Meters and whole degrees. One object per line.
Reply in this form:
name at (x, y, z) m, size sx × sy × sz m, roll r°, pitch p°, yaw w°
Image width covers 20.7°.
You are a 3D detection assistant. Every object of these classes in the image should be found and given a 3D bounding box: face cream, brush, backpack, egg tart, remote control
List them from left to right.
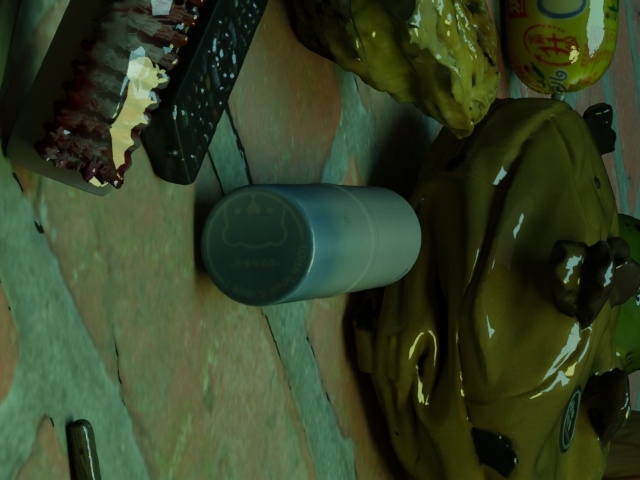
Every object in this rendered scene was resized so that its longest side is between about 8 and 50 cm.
brush at (-0.057, -0.172, 0.827) m, size 0.321 × 0.060 × 0.050 m, roll -66°, pitch -156°, yaw 4°
remote control at (-0.060, -0.132, 1.078) m, size 0.245 × 0.025 × 0.063 m, roll -71°, pitch 155°, yaw -45°
face cream at (0.000, 0.000, 1.167) m, size 0.250 × 0.077 × 0.077 m, roll -5°, pitch 94°, yaw -73°
egg tart at (0.037, -0.203, 1.229) m, size 0.297 × 0.132 × 0.297 m, roll -13°, pitch 90°, yaw -80°
backpack at (0.163, 0.050, 1.461) m, size 0.353 × 0.201 × 0.378 m, roll 65°, pitch 33°, yaw -59°

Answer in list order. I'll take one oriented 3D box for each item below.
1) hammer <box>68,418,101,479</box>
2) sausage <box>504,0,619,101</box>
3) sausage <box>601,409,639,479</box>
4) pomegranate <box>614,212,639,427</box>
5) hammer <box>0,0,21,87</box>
hammer at (-0.101, 0.235, 0.923) m, size 0.029 × 0.058 × 0.292 m, roll -37°, pitch 120°, yaw -74°
sausage at (0.256, -0.312, 1.858) m, size 0.123 × 0.123 × 0.347 m, roll 6°, pitch 84°, yaw -71°
sausage at (0.283, 0.339, 1.767) m, size 0.233 × 0.233 × 0.287 m, roll -31°, pitch 117°, yaw -69°
pomegranate at (0.280, 0.080, 1.798) m, size 0.202 × 0.202 × 0.248 m, roll 59°, pitch 29°, yaw -56°
hammer at (-0.154, -0.065, 0.811) m, size 0.062 × 0.017 × 0.182 m, roll 61°, pitch 33°, yaw -56°
